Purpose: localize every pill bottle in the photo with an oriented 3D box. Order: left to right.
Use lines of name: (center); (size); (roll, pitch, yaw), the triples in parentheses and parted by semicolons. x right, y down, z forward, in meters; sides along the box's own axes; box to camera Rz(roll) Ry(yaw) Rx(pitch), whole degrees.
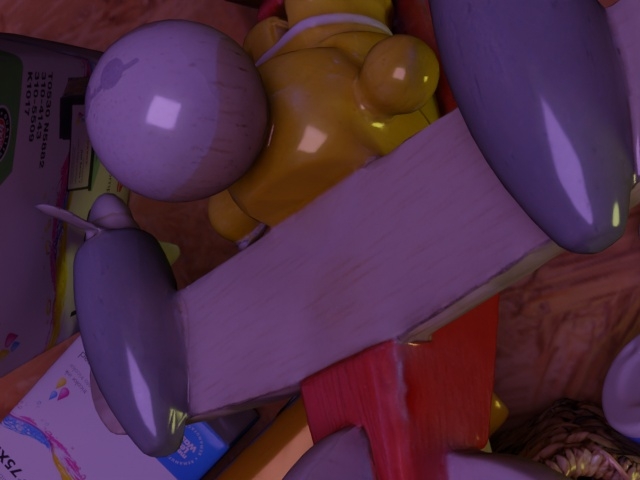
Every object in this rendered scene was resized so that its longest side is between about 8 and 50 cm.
pill bottle: (0.253, 0.117, 0.669); (0.137, 0.078, 0.078); (32, 105, -18)

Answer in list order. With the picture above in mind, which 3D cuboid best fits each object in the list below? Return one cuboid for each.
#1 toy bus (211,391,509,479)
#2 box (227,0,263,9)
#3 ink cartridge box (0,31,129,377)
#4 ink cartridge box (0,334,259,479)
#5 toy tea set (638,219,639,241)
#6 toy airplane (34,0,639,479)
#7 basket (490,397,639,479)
toy bus: (-0.029, 0.192, 0.719); (0.332, 0.130, 0.108); (-44, 86, 0)
box: (-0.051, -0.264, 0.566); (0.168, 0.345, 0.215); (43, 105, 4)
ink cartridge box: (-0.220, -0.028, 0.673); (0.117, 0.278, 0.202); (12, 100, 8)
ink cartridge box: (-0.175, 0.171, 0.792); (0.134, 0.078, 0.231); (44, 105, 4)
toy tea set: (0.367, -0.042, 0.642); (0.335, 0.124, 0.200); (-4, 126, 10)
toy airplane: (0.000, 0.000, 0.531); (0.272, 0.384, 0.386); (27, 98, -29)
basket: (0.188, 0.270, 0.650); (0.213, 0.223, 0.299); (-35, 88, 15)
